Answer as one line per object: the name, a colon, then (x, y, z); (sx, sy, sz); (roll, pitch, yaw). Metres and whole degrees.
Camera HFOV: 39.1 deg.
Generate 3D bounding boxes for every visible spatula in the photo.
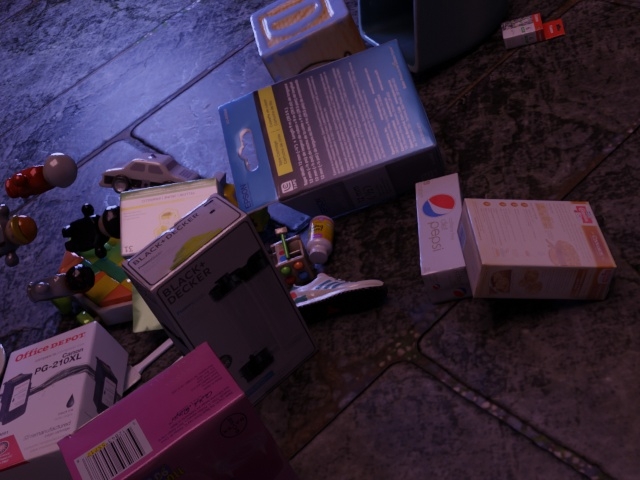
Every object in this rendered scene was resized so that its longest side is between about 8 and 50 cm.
spatula: (-0.233, 0.209, 1.414); (0.242, 0.019, 0.168); (-39, 36, -18)

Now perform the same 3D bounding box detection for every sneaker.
sneaker: (0.023, 0.075, 1.395); (0.161, 0.057, 0.075); (-17, 46, 14)

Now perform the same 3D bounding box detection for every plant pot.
plant pot: (0.238, -0.516, 1.807); (0.252, 0.247, 0.247); (-18, 37, -18)

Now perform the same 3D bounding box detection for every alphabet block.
alphabet block: (-0.006, -0.366, 1.772); (0.193, 0.197, 0.193); (-24, 40, 10)

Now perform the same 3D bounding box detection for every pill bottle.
pill bottle: (0.000, 0.000, 1.501); (0.043, 0.043, 0.083); (-11, 41, 16)

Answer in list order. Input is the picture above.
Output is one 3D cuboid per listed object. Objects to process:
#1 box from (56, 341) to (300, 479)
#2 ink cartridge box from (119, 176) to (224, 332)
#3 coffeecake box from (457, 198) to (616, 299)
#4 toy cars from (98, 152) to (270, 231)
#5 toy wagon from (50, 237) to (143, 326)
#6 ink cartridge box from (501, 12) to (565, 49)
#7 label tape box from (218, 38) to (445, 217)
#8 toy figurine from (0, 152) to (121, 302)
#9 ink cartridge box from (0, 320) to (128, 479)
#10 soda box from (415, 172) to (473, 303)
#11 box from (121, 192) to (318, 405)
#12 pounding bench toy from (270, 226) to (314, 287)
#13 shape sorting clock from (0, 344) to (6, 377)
box: (-0.159, 0.288, 1.106); (0.214, 0.243, 0.117); (-34, 41, -12)
ink cartridge box: (-0.239, 0.022, 1.479); (0.171, 0.056, 0.235); (-9, 65, 4)
coffeecake box: (0.299, 0.011, 1.267); (0.186, 0.068, 0.142); (1, 41, -5)
toy cars: (-0.252, -0.104, 1.656); (0.177, 0.087, 0.394); (-11, 25, -42)
toy wagon: (-0.373, 0.032, 1.637); (0.267, 0.068, 0.344); (-43, 43, -21)
ink cartridge box: (0.414, -0.413, 1.758); (0.115, 0.029, 0.062); (-12, 41, 16)
label tape box: (0.015, -0.176, 1.585); (0.348, 0.115, 0.249); (-20, 59, 9)
toy figurine: (-0.443, -0.015, 1.504); (0.148, 0.213, 0.209); (-16, 37, 33)
ink cartridge box: (-0.399, 0.258, 1.364); (0.172, 0.100, 0.237); (-20, 40, 15)
soda box: (0.193, -0.007, 1.391); (0.074, 0.069, 0.216); (-13, 40, 14)
box: (-0.133, 0.097, 1.268); (0.169, 0.290, 0.087); (-38, 41, -17)
pounding bench toy: (-0.051, 0.026, 1.466); (0.052, 0.083, 0.065); (-21, 39, 5)
shape sorting clock: (-0.643, 0.244, 1.561); (0.206, 0.040, 0.206); (-14, 37, 11)
